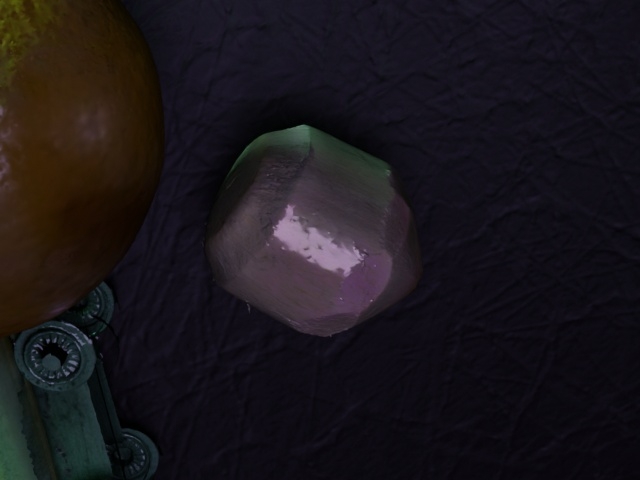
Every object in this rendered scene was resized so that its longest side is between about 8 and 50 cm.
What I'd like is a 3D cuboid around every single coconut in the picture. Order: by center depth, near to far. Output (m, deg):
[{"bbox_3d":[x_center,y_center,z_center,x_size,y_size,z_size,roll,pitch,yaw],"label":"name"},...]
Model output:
[{"bbox_3d":[0.000,0.000,1.235,0.183,0.171,0.171,31,104,-15],"label":"coconut"}]

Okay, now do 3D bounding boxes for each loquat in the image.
[{"bbox_3d":[-0.286,-0.064,1.071,0.328,0.359,0.328,8,126,12],"label":"loquat"}]

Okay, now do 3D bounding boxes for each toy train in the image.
[{"bbox_3d":[-0.246,0.156,1.278,0.189,0.126,0.307,-13,113,-2],"label":"toy train"}]
